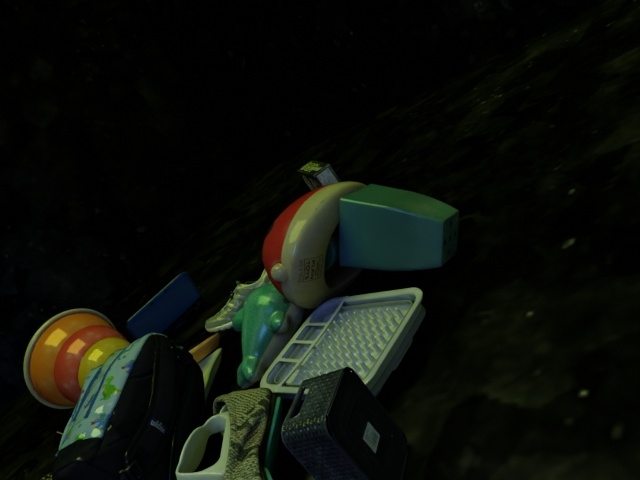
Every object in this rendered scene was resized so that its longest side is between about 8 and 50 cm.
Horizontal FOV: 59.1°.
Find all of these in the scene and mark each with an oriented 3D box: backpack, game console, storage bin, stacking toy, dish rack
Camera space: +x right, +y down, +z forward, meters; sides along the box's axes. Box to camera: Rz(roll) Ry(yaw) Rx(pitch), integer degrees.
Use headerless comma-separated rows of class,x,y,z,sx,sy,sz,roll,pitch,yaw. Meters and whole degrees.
backpack,-0.358,0.354,1.127,0.274,0.290,0.355,-23,38,30
game console,-0.603,0.267,2.139,0.293,0.173,0.250,-44,19,-25
storage bin,0.041,0.290,0.822,0.084,0.180,0.122,-26,20,32
stacking toy,-0.705,0.427,1.861,0.480,0.350,0.350,5,41,37
dish rack,0.053,0.224,1.155,0.333,0.072,0.285,-16,26,49

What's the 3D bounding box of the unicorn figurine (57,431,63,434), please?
unicorn figurine,-0.715,0.593,1.722,0.162,0.060,0.111,-24,13,-15

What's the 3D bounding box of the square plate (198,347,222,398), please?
square plate,-0.401,0.436,1.442,0.347,0.049,0.344,-36,7,1

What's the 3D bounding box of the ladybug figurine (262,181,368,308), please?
ladybug figurine,0.000,0.000,1.397,0.162,0.304,0.449,16,22,26

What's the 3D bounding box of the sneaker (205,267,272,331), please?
sneaker,-0.237,0.180,1.724,0.281,0.115,0.105,-32,0,1

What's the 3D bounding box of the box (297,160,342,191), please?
box,0.050,-0.112,1.702,0.060,0.270,0.216,-37,18,-6

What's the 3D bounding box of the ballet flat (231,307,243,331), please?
ballet flat,-0.155,0.204,1.605,0.247,0.083,0.087,-35,31,13

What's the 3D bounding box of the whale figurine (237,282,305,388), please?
whale figurine,-0.147,0.225,1.396,0.271,0.141,0.216,-62,9,-31

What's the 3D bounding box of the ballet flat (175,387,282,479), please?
ballet flat,-0.144,0.393,0.912,0.182,0.163,0.483,1,14,-6

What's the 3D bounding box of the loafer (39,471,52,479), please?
loafer,-0.547,0.649,1.175,0.134,0.130,0.366,-5,24,-10

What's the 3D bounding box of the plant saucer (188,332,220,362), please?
plant saucer,-0.376,0.343,1.659,0.200,0.037,0.200,-35,0,0

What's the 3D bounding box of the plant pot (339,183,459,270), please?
plant pot,0.185,-0.021,1.289,0.235,0.165,0.165,11,22,30
